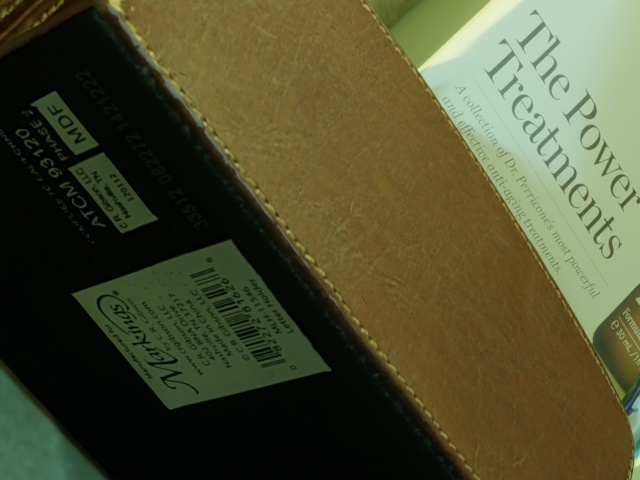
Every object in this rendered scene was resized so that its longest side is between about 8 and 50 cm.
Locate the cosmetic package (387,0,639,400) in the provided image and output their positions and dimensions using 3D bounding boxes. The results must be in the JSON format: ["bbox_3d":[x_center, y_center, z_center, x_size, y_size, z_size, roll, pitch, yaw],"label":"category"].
[{"bbox_3d":[0.214,-0.029,0.730,0.284,0.097,0.377,-45,114,-19],"label":"cosmetic package"}]

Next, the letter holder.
[{"bbox_3d":[0.000,0.000,0.513,0.302,0.152,0.214,53,40,-22],"label":"letter holder"}]

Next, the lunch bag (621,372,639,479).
[{"bbox_3d":[0.170,0.123,0.594,0.129,0.096,0.151,62,42,-67],"label":"lunch bag"}]
